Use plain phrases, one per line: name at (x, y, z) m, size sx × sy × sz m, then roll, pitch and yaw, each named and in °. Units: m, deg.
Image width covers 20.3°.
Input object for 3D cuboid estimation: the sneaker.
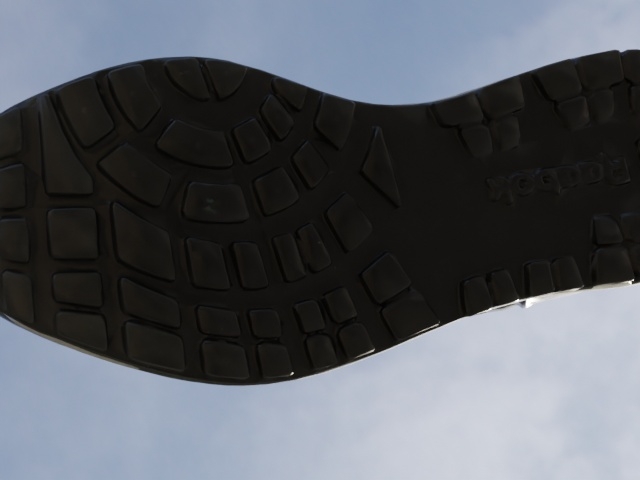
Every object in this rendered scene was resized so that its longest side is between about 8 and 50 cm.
sneaker at (0.000, 0.000, 0.640) m, size 0.283 × 0.124 × 0.107 m, roll -3°, pitch -99°, yaw -24°
